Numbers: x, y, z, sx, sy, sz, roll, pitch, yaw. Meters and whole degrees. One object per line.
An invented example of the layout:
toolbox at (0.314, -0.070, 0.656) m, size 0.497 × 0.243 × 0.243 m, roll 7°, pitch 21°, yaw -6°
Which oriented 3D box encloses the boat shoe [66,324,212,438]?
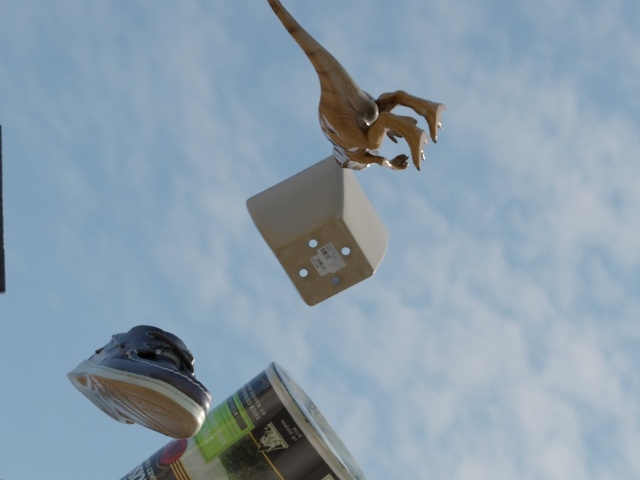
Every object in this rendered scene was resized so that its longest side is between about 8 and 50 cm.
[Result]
boat shoe at (-0.169, 0.129, 1.642) m, size 0.103 × 0.092 × 0.285 m, roll 40°, pitch -16°, yaw -15°

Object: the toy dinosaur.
toy dinosaur at (0.022, -0.090, 1.161) m, size 0.112 × 0.064 × 0.211 m, roll 10°, pitch -27°, yaw 18°

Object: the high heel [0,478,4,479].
high heel at (-0.488, 0.426, 2.225) m, size 0.117 × 0.244 × 0.082 m, roll 56°, pitch -9°, yaw 7°

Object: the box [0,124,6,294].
box at (-0.348, -0.031, 1.576) m, size 0.156 × 0.093 × 0.158 m, roll -168°, pitch -102°, yaw -74°

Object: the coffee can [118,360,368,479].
coffee can at (-0.104, 0.303, 1.974) m, size 0.201 × 0.275 × 0.201 m, roll 53°, pitch 1°, yaw -1°

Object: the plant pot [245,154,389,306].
plant pot at (0.000, 0.000, 1.620) m, size 0.109 × 0.096 × 0.109 m, roll -27°, pitch -65°, yaw 10°
